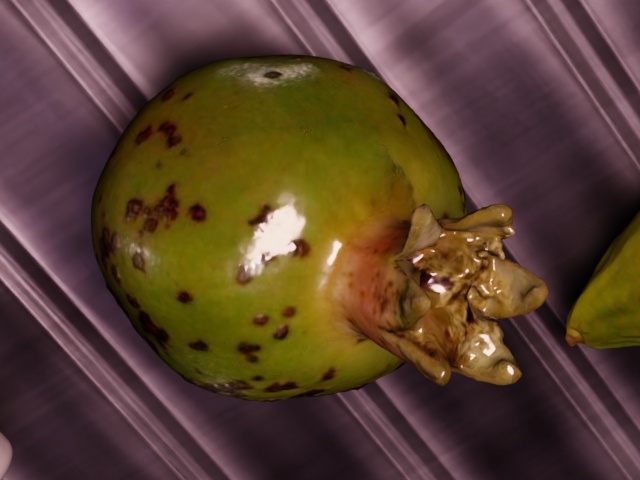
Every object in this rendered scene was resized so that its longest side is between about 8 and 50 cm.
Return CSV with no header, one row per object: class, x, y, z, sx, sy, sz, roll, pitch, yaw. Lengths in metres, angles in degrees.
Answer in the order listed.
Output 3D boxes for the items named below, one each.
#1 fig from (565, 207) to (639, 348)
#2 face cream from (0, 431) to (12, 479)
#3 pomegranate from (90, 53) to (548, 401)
fig,0.283,0.001,1.057,0.234,0.167,0.167,4,123,37
face cream,-0.276,0.144,1.100,0.117,0.117,0.104,-37,105,14
pomegranate,-0.016,-0.004,0.953,0.231,0.286,0.230,-2,97,-14
